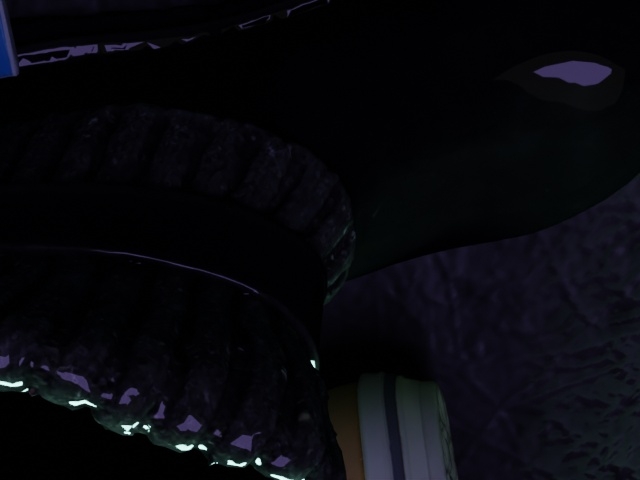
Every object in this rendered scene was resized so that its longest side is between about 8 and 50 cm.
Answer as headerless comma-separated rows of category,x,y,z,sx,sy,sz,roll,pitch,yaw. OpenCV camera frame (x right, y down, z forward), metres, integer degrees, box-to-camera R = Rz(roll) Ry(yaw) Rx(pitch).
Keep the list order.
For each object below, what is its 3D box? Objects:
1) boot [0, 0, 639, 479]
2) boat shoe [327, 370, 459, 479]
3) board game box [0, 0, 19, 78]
boot,0.000,0.004,0.676,0.348,0.260,0.131,-11,120,-1
boat shoe,0.016,0.296,0.893,0.156,0.187,0.500,-8,115,3
board game box,-0.273,-0.139,0.606,0.303,0.097,0.224,-13,130,-10
